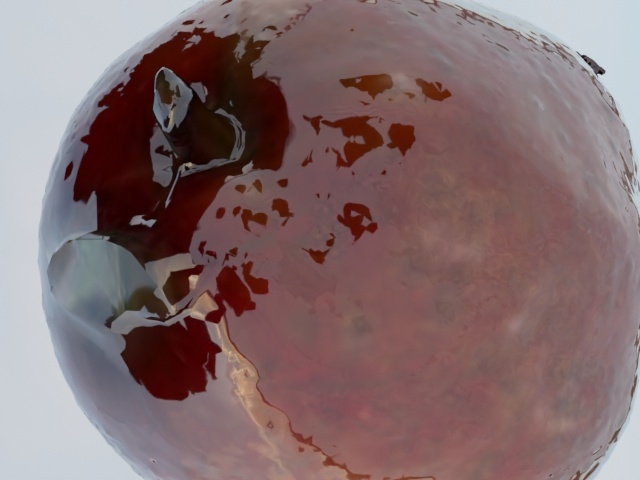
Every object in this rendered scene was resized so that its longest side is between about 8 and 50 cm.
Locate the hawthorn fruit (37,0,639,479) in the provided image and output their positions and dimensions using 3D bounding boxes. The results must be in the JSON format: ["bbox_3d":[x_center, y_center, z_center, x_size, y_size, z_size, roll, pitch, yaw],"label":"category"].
[{"bbox_3d":[0.000,0.000,0.580,0.202,0.185,0.185,37,-133,-56],"label":"hawthorn fruit"}]
